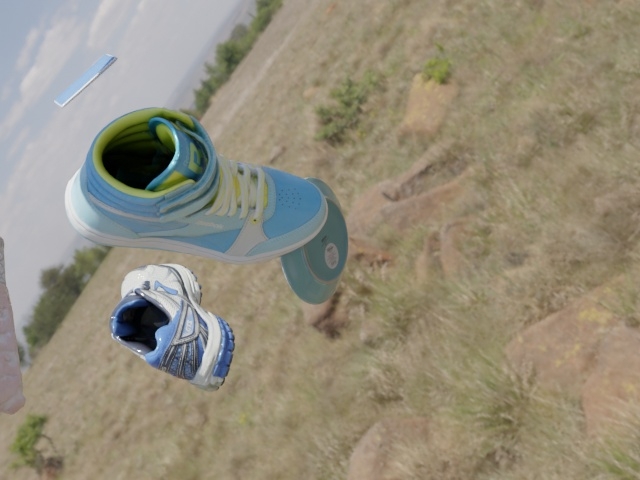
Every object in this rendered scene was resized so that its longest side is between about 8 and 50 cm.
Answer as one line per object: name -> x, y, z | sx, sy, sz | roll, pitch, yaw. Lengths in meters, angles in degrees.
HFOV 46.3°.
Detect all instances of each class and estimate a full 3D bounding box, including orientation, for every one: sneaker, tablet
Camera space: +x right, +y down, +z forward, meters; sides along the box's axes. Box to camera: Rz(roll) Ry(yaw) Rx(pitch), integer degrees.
sneaker -> -0.104, 0.044, 0.467 | 0.135, 0.058, 0.052 | 29, 98, 53
tablet -> -0.267, -0.182, 0.853 | 0.083, 0.006, 0.054 | -46, 32, -9
sneaker -> -0.115, -0.058, 0.841 | 0.208, 0.318, 0.127 | 140, 126, -62

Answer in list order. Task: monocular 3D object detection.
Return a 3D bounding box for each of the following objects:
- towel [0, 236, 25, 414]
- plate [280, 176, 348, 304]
towel -> -0.571, 0.075, 1.040 | 0.053, 0.331, 0.317 | -35, 55, 19
plate -> 0.000, 0.000, 1.100 | 0.024, 0.188, 0.188 | -4, 46, 32
